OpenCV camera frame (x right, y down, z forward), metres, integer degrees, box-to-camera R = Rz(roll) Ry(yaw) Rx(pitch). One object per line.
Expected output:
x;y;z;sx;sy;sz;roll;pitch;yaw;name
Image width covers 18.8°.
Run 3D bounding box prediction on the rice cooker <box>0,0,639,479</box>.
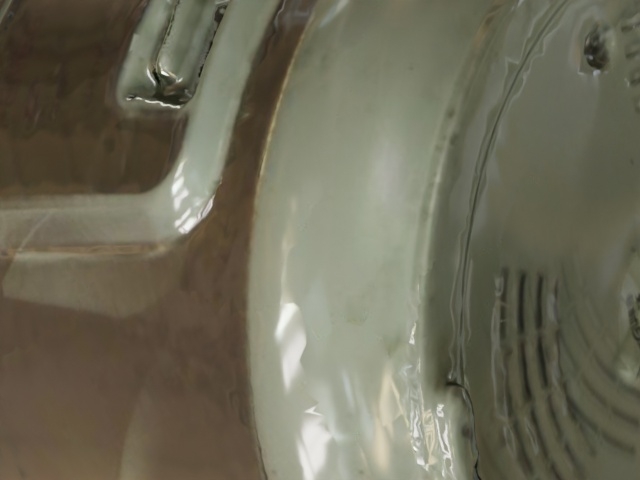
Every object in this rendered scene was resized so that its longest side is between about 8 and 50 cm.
0.000;0.000;0.722;0.335;0.325;0.335;-6;-82;-47;rice cooker
